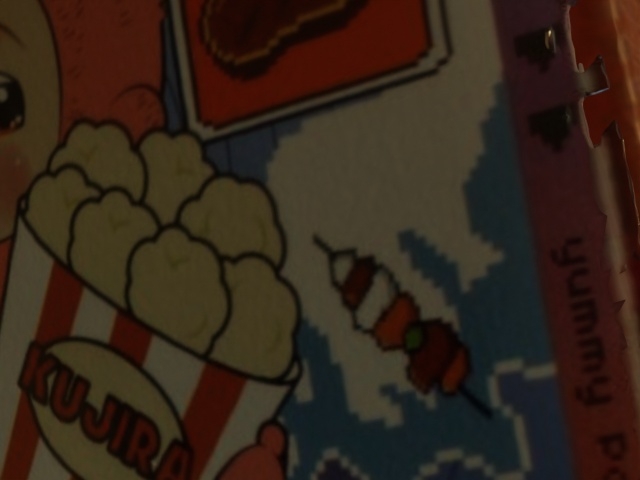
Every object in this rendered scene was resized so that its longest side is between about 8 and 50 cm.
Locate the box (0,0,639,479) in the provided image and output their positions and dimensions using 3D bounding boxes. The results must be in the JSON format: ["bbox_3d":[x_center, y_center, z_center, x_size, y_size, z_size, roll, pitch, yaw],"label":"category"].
[{"bbox_3d":[0.000,0.000,0.601,0.348,0.257,0.319,-13,-99,35],"label":"box"}]
